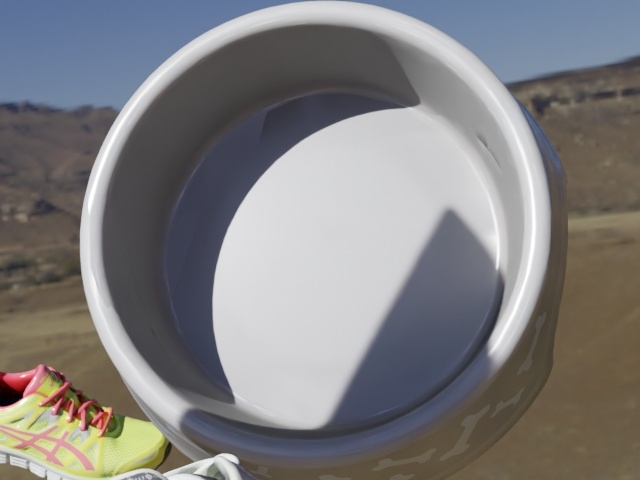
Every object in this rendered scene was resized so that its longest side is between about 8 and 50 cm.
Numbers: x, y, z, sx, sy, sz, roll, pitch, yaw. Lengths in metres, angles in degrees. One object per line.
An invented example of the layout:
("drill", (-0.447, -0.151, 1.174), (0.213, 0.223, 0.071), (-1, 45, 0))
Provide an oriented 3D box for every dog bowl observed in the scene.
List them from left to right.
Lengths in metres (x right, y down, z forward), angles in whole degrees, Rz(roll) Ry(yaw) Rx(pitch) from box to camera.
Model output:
("dog bowl", (0.000, 0.000, 0.813), (0.348, 0.349, 0.102), (-7, -15, 9))

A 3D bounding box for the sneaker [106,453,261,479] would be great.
("sneaker", (-0.029, 0.132, 0.501), (0.090, 0.095, 0.235), (-31, -11, 0))

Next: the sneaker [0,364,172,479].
("sneaker", (-0.234, 0.158, 1.081), (0.208, 0.094, 0.081), (10, 26, -1))
